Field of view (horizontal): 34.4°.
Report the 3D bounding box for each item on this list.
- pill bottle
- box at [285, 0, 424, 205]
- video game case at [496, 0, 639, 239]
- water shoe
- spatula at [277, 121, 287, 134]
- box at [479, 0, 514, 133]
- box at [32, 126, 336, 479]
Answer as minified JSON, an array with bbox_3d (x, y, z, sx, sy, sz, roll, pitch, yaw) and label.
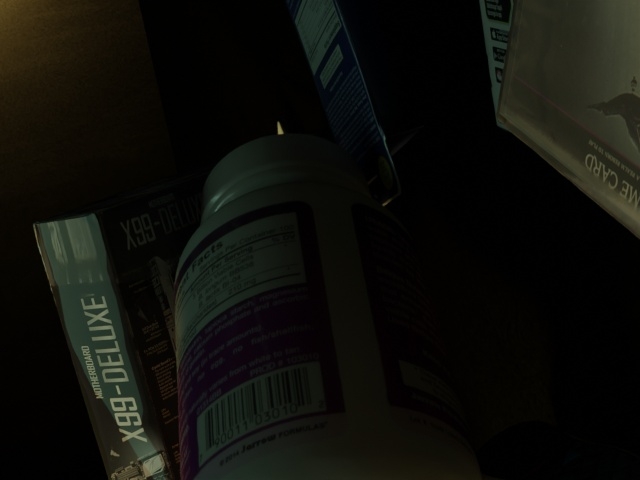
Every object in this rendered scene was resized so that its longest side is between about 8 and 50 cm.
[{"bbox_3d":[-0.007,0.070,0.657,0.301,0.169,0.169,-100,3,-47],"label":"pill bottle"},{"bbox_3d":[0.022,-0.134,0.768,0.136,0.037,0.225,143,110,-78],"label":"box"},{"bbox_3d":[0.112,-0.118,0.233,0.196,0.026,0.274,-123,33,-55],"label":"video game case"},{"bbox_3d":[0.144,0.152,0.542,0.080,0.073,0.203,57,178,-8],"label":"water shoe"},{"bbox_3d":[0.000,0.000,1.120,0.168,0.019,0.242,88,162,-49],"label":"spatula"},{"bbox_3d":[0.117,-0.079,0.382,0.207,0.036,0.114,-132,28,-66],"label":"box"},{"bbox_3d":[-0.065,0.055,0.852,0.077,0.307,0.242,-6,103,38],"label":"box"}]
